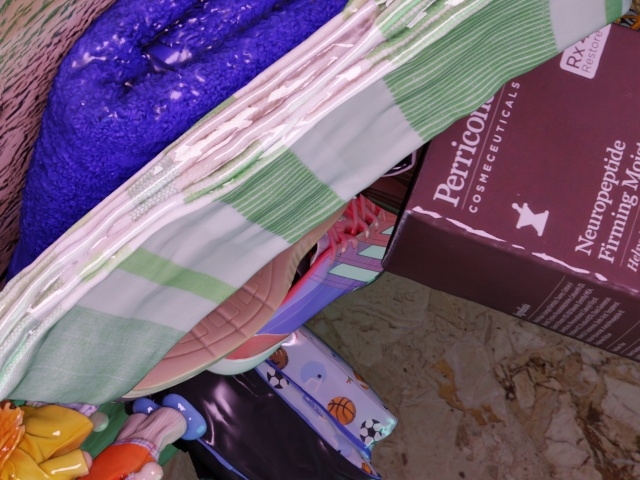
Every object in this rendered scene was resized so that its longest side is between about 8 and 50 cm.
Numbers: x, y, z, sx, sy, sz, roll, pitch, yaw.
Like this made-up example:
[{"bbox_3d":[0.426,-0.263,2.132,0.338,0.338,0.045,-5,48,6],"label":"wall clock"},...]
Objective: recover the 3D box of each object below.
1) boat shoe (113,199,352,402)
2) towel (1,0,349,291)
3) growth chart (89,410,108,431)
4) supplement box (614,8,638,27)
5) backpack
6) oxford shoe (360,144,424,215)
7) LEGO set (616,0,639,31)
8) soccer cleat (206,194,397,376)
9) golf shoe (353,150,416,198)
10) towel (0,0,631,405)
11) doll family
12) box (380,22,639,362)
[{"bbox_3d":[-0.072,0.023,1.103,0.285,0.103,0.092,-50,175,-46],"label":"boat shoe"},{"bbox_3d":[-0.043,-0.048,0.800,0.228,0.076,0.308,-41,173,-25],"label":"towel"},{"bbox_3d":[-0.270,0.218,1.256,0.172,0.021,0.237,-26,-163,49],"label":"growth chart"},{"bbox_3d":[0.270,-0.239,1.711,0.073,0.130,0.239,-42,173,-39],"label":"supplement box"},{"bbox_3d":[-0.063,0.183,1.757,0.213,0.276,0.263,-44,-172,-14],"label":"backpack"},{"bbox_3d":[0.100,-0.101,1.393,0.348,0.123,0.130,134,-21,-81],"label":"oxford shoe"},{"bbox_3d":[0.274,-0.232,1.118,0.192,0.255,0.331,-45,179,-17],"label":"LEGO set"},{"bbox_3d":[0.000,0.000,1.547,0.318,0.108,0.116,-39,168,-38],"label":"soccer cleat"},{"bbox_3d":[0.032,-0.083,1.148,0.077,0.094,0.198,-51,175,38],"label":"golf shoe"},{"bbox_3d":[0.002,-0.035,0.729,0.325,0.038,0.248,-39,171,4],"label":"towel"},{"bbox_3d":[-0.209,0.150,1.058,0.263,0.118,0.163,-27,-164,39],"label":"doll family"},{"bbox_3d":[0.167,-0.038,1.120,0.167,0.203,0.168,104,5,-77],"label":"box"}]
